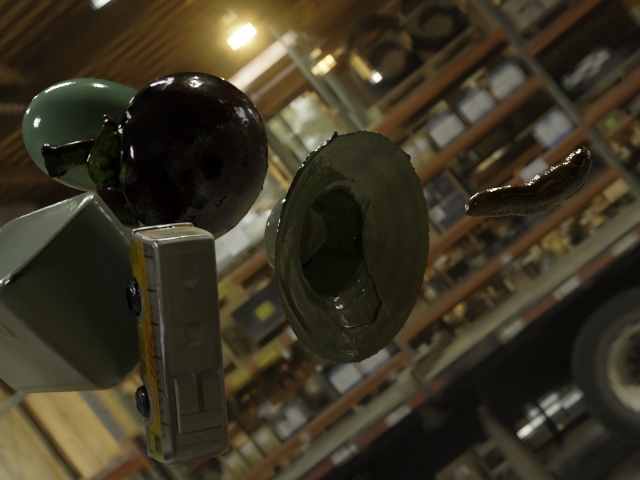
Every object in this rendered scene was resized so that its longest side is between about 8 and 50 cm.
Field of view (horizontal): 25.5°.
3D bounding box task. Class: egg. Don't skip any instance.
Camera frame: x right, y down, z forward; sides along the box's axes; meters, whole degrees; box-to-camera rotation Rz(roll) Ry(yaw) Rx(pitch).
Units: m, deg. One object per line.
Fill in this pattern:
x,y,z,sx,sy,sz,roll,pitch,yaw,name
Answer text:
-0.328,-0.155,2.110,0.168,0.231,0.168,-170,90,-84,egg

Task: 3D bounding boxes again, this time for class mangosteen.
-0.210,-0.107,1.823,0.289,0.231,0.231,3,-21,-20,mangosteen

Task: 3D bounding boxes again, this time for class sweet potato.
0.264,-0.058,1.767,0.182,0.053,0.054,-22,-32,-12,sweet potato

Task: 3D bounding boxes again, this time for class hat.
0.000,0.000,1.499,0.110,0.252,0.252,7,30,41,hat

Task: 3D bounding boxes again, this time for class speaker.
-0.339,0.077,1.784,0.183,0.184,0.406,-48,17,-25,speaker

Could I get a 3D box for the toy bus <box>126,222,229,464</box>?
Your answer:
-0.154,0.117,1.571,0.092,0.268,0.106,-8,10,-25,toy bus
